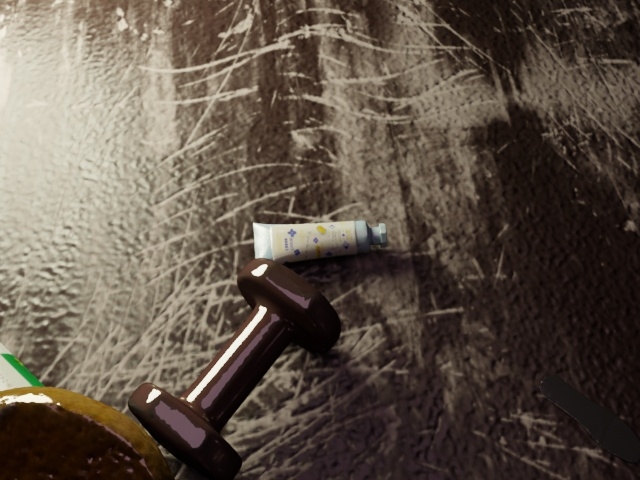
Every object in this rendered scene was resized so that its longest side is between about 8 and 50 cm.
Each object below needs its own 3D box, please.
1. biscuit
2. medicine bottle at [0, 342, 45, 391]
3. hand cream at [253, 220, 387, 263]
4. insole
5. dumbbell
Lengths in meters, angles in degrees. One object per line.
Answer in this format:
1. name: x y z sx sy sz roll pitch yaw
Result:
1. biscuit: -0.254 0.325 0.580 0.314 0.063 0.367 16 84 1
2. medicine bottle: -0.335 0.185 0.681 0.260 0.095 0.095 38 67 17
3. hand cream: 0.000 0.000 0.826 0.171 0.043 0.065 -4 66 -3
4. insole: 0.319 0.209 0.758 0.135 0.002 0.045 37 65 15
5. dumbbell: -0.089 0.138 0.703 0.140 0.124 0.225 35 66 14
